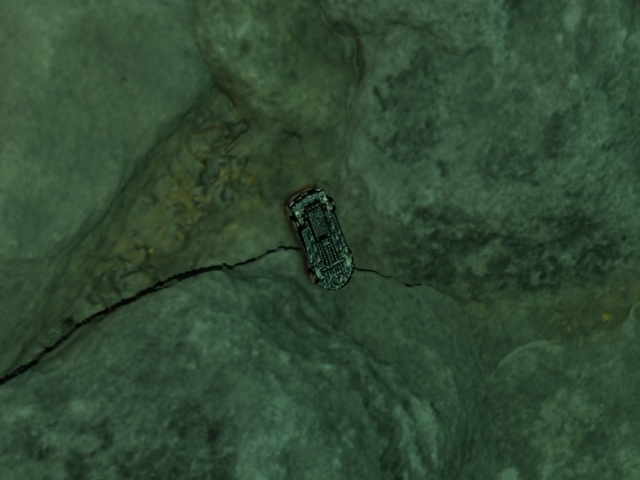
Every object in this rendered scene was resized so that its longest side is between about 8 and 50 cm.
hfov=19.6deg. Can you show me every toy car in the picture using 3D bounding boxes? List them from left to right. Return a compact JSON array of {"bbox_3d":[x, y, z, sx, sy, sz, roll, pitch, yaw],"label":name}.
[{"bbox_3d":[0.000,0.000,1.573,0.041,0.025,0.093,-26,115,-17],"label":"toy car"}]
